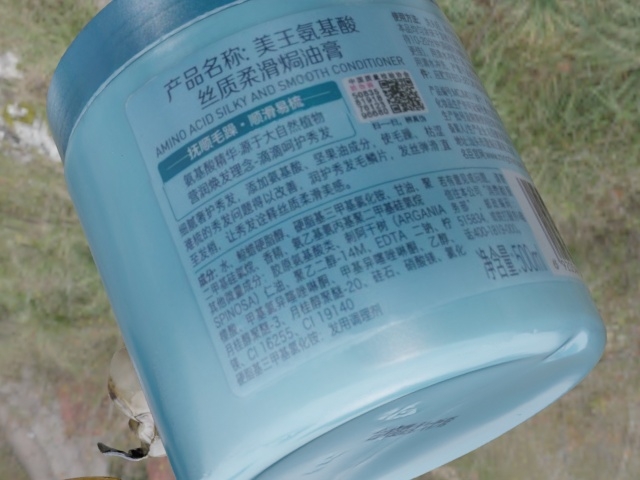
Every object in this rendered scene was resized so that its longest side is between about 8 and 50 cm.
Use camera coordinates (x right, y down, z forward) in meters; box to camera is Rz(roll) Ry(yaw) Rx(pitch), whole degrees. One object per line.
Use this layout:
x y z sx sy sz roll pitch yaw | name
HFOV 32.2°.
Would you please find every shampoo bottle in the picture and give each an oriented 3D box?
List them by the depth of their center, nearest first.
0.000 0.000 0.845 0.331 0.342 0.331 -21 157 -9 | shampoo bottle

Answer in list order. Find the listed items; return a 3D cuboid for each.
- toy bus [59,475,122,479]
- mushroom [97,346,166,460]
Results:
-0.222 0.318 1.080 0.126 0.136 0.209 -7 141 -2 | toy bus
-0.153 0.160 1.383 0.295 0.362 0.362 -30 144 -6 | mushroom
